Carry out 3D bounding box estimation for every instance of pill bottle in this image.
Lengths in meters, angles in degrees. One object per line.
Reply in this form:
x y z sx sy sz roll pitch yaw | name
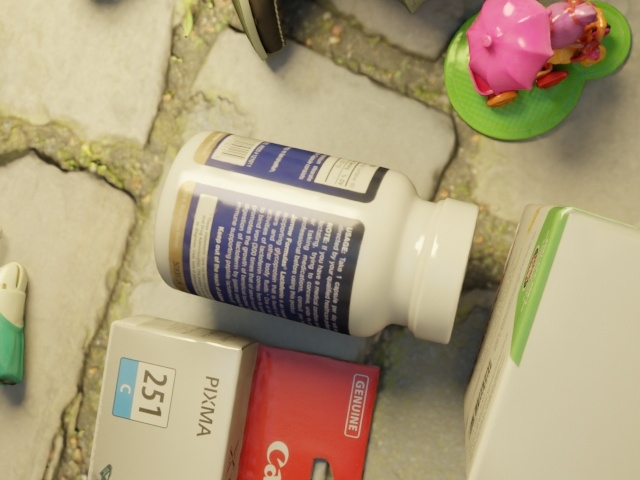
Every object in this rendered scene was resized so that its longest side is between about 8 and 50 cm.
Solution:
0.000 0.000 0.778 0.264 0.153 0.153 14 94 11 | pill bottle

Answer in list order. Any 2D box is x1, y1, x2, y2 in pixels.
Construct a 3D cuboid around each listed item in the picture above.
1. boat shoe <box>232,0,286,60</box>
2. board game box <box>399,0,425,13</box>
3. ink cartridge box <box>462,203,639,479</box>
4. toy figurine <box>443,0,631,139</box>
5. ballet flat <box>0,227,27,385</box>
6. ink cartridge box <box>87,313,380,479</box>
-0.060 -0.267 0.777 0.068 0.228 0.081 -22 43 -4 | boat shoe
0.127 -0.356 0.747 0.275 0.144 0.142 -42 83 9 | board game box
0.194 0.082 0.679 0.117 0.278 0.201 18 95 8 | ink cartridge box
0.186 -0.163 0.732 0.173 0.159 0.130 -19 88 11 | toy figurine
-0.355 0.028 0.893 0.087 0.083 0.247 -34 87 -4 | ballet flat
-0.096 0.242 0.851 0.261 0.066 0.296 10 94 12 | ink cartridge box
